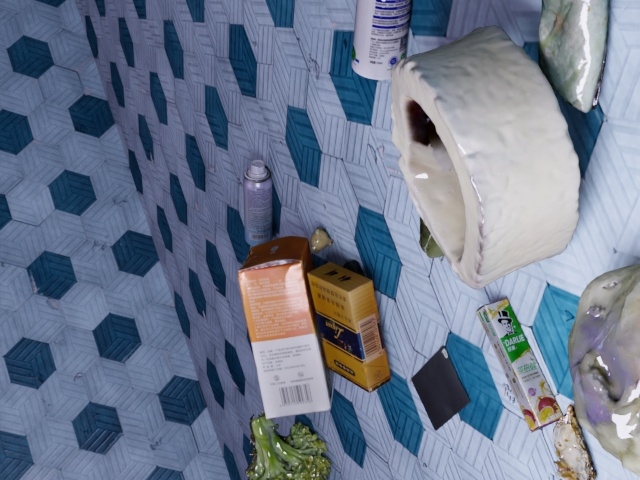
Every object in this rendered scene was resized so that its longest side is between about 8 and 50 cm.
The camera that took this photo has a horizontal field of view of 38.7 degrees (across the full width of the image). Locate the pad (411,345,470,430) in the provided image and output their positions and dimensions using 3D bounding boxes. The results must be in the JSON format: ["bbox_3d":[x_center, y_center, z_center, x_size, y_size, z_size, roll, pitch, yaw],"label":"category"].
[{"bbox_3d":[0.224,0.283,1.727,0.116,0.004,0.193,66,156,21],"label":"pad"}]

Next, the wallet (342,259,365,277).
[{"bbox_3d":[0.055,0.150,1.996,0.250,0.044,0.149,123,132,-61],"label":"wallet"}]

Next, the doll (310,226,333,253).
[{"bbox_3d":[-0.009,-0.002,2.035,0.093,0.051,0.061,2,81,64],"label":"doll"}]

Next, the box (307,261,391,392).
[{"bbox_3d":[0.060,0.177,1.871,0.152,0.070,0.237,23,129,53],"label":"box"}]

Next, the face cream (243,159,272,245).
[{"bbox_3d":[-0.156,-0.096,2.293,0.075,0.075,0.229,50,147,46],"label":"face cream"}]

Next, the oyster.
[{"bbox_3d":[0.380,0.314,1.348,0.086,0.029,0.132,38,136,46],"label":"oyster"}]

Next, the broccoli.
[{"bbox_3d":[-0.078,0.581,2.384,0.180,0.242,0.273,14,126,41],"label":"broccoli"}]

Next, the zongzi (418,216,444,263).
[{"bbox_3d":[0.217,0.012,1.513,0.130,0.062,0.154,38,145,38],"label":"zongzi"}]

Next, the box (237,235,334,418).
[{"bbox_3d":[-0.070,0.181,1.971,0.225,0.143,0.341,-78,-21,-77],"label":"box"}]

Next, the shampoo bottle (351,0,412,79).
[{"bbox_3d":[0.103,-0.409,1.448,0.092,0.092,0.303,52,150,43],"label":"shampoo bottle"}]

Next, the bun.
[{"bbox_3d":[0.388,0.151,1.046,0.273,0.168,0.273,173,90,-65],"label":"bun"}]

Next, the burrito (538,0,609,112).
[{"bbox_3d":[0.303,-0.301,1.081,0.096,0.066,0.309,37,140,53],"label":"burrito"}]

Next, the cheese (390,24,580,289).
[{"bbox_3d":[0.216,-0.105,1.237,0.332,0.153,0.292,80,166,-51],"label":"cheese"}]

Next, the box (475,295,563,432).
[{"bbox_3d":[0.306,0.191,1.413,0.207,0.050,0.041,68,156,16],"label":"box"}]
